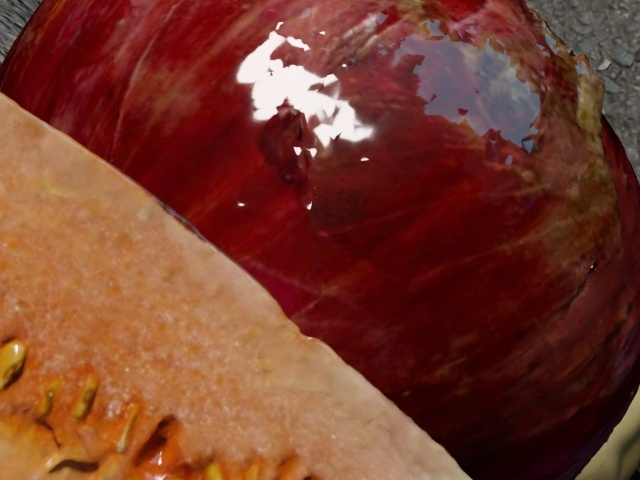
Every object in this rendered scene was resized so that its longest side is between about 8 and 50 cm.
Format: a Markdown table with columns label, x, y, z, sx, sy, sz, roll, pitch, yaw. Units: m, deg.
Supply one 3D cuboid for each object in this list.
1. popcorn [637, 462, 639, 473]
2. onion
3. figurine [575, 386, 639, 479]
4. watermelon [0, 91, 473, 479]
| label | x | y | z | sx | sy | sz | roll | pitch | yaw |
| --- | --- | --- | --- | --- | --- | --- | --- | --- | --- |
| popcorn | 0.357 | 0.066 | 1.211 | 0.349 | 0.382 | 0.349 | 46 | -1 | 1 |
| onion | 0.000 | 0.000 | 0.688 | 0.276 | 0.276 | 0.276 | 34 | 14 | -10 |
| figurine | 0.085 | 0.085 | 0.994 | 0.196 | 0.114 | 0.108 | 29 | 35 | 15 |
| watermelon | -0.104 | 0.069 | 0.511 | 0.303 | 0.159 | 0.128 | 39 | 41 | -15 |
